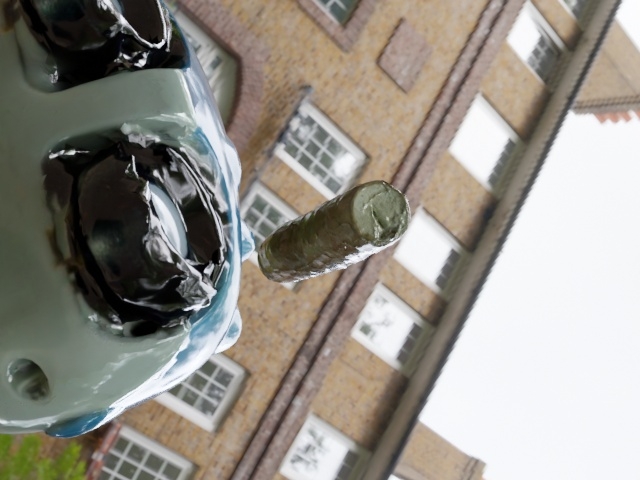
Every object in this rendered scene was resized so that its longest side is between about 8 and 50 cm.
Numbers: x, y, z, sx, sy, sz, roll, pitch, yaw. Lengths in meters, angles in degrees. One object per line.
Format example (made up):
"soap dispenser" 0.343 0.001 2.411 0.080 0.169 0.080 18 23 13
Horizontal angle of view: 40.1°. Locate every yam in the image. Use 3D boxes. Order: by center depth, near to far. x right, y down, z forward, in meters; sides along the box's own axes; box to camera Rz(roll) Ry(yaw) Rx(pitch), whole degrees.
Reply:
"yam" 0.000 0.000 0.899 0.067 0.071 0.317 -37 -176 -21

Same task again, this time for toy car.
"toy car" -0.130 -0.026 0.460 0.188 0.190 0.255 -23 -106 15
